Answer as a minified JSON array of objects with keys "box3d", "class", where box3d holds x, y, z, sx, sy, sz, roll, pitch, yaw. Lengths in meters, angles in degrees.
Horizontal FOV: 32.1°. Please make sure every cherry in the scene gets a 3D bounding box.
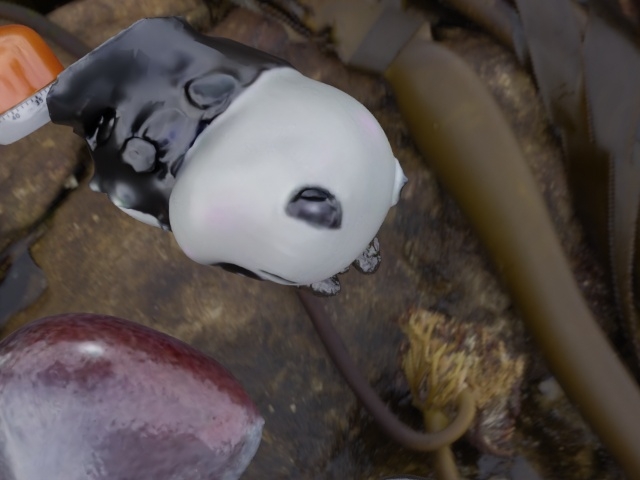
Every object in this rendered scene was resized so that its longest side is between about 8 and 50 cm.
[{"box3d":[-0.109,0.069,0.528,0.148,0.115,0.188,2,112,23],"class":"cherry"}]

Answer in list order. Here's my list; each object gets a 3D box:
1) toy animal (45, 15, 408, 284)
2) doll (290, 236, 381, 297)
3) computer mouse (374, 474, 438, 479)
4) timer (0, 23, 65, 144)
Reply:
[{"box3d":[-0.050,-0.044,0.666,0.179,0.166,0.138,35,123,17],"class":"toy animal"},{"box3d":[0.000,0.000,1.138,0.165,0.057,0.139,35,122,39],"class":"doll"},{"box3d":[0.031,0.296,0.799,0.138,0.086,0.269,36,82,10],"class":"computer mouse"},{"box3d":[-0.304,-0.159,1.055,0.136,0.136,0.099,31,55,8],"class":"timer"}]
